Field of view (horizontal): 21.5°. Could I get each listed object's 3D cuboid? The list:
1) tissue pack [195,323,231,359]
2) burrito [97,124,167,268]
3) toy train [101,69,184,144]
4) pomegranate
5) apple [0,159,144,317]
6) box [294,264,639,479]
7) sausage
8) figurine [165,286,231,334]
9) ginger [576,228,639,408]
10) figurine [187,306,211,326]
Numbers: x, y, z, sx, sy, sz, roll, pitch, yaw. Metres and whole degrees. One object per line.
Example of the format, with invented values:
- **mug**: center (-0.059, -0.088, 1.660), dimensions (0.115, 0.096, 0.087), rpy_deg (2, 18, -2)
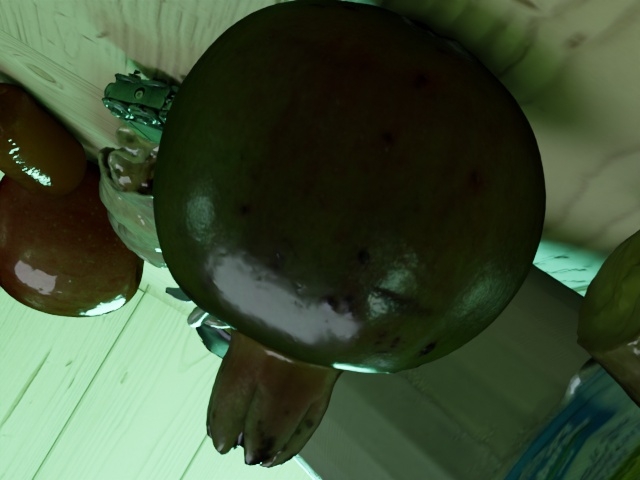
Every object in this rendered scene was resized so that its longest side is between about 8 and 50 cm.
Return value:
- **tissue pack**: center (-0.001, 0.163, 1.951), dimensions (0.332, 0.123, 0.245), rpy_deg (37, 175, -2)
- **burrito**: center (-0.153, -0.037, 1.548), dimensions (0.117, 0.076, 0.392), rpy_deg (37, 170, -1)
- **toy train**: center (-0.092, -0.084, 1.165), dimensions (0.148, 0.038, 0.071), rpy_deg (21, 170, 47)
- **pomegranate**: center (0.000, 0.000, 0.741), dimensions (0.180, 0.210, 0.180), rpy_deg (25, -173, -3)
- **apple**: center (-0.275, -0.007, 1.831), dimensions (0.168, 0.181, 0.181), rpy_deg (10, 171, 1)
- **box**: center (0.097, 0.100, 1.044), dimensions (0.206, 0.262, 0.291), rpy_deg (40, -173, 29)
- **sausage**: center (-0.293, -0.098, 1.662), dimensions (0.076, 0.076, 0.197), rpy_deg (27, 171, 21)
- **figurine**: center (-0.047, 0.079, 1.687), dimensions (0.208, 0.128, 0.184), rpy_deg (41, 169, -1)
- **ginger**: center (0.234, 0.083, 0.790), dimensions (0.263, 0.116, 0.109), rpy_deg (38, 129, -19)
- **figurine**: center (-0.031, 0.012, 1.236), dimensions (0.126, 0.147, 0.192), rpy_deg (49, 152, -1)
